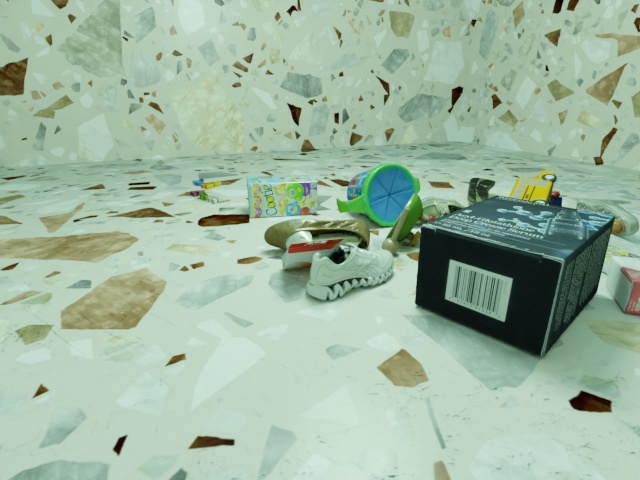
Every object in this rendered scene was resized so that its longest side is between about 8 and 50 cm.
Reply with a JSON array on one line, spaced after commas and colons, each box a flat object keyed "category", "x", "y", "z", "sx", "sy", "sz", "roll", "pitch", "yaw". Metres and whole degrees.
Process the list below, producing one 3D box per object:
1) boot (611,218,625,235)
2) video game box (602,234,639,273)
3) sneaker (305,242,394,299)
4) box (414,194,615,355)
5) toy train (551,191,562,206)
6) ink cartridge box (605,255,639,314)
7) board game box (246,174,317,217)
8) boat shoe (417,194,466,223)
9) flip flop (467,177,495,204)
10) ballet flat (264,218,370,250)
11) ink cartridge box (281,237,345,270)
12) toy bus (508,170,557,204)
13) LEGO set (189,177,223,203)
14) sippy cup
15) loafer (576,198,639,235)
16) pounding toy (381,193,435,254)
[{"category": "boot", "x": 0.904, "y": -0.032, "z": 1.364, "sx": 0.197, "sy": 0.073, "sz": 0.152, "roll": 3, "pitch": 16, "yaw": 44}, {"category": "video game box", "x": 0.873, "y": 0.037, "z": 1.211, "sx": 0.187, "sy": 0.048, "sz": 0.205, "roll": -1, "pitch": 20, "yaw": -9}, {"category": "sneaker", "x": 0.091, "y": 0.060, "z": 1.051, "sx": 0.292, "sy": 0.118, "sz": 0.110, "roll": -16, "pitch": 24, "yaw": -39}, {"category": "box", "x": 0.461, "y": 0.047, "z": 0.950, "sx": 0.395, "sy": 0.212, "sz": 0.293, "roll": -18, "pitch": 27, "yaw": -42}, {"category": "toy train", "x": 0.826, "y": -0.140, "z": 1.618, "sx": 0.248, "sy": 0.105, "sz": 0.143, "roll": -7, "pitch": 11, "yaw": -17}, {"category": "ink cartridge box", "x": 0.824, "y": 0.114, "z": 0.942, "sx": 0.218, "sy": 0.092, "sz": 0.158, "roll": 5, "pitch": 21, "yaw": 19}, {"category": "board game box", "x": -0.161, "y": -0.186, "z": 1.662, "sx": 0.275, "sy": 0.142, "sz": 0.144, "roll": -4, "pitch": 21, "yaw": -10}, {"category": "boat shoe", "x": 0.452, "y": -0.120, "z": 1.544, "sx": 0.302, "sy": 0.109, "sz": 0.094, "roll": -12, "pitch": 26, "yaw": -36}, {"category": "flip flop", "x": 0.737, "y": -0.218, "z": 1.858, "sx": 0.112, "sy": 0.080, "sz": 0.277, "roll": 14, "pitch": 39, "yaw": 21}, {"category": "ballet flat", "x": 0.000, "y": 0.000, "z": 1.254, "sx": 0.342, "sy": 0.116, "sz": 0.124, "roll": -1, "pitch": 40, "yaw": -14}, {"category": "ink cartridge box", "x": -0.020, "y": 0.040, "z": 1.082, "sx": 0.145, "sy": 0.045, "sz": 0.179, "roll": -6, "pitch": -11, "yaw": -15}, {"category": "toy bus", "x": 0.741, "y": -0.128, "z": 1.424, "sx": 0.130, "sy": 0.108, "sz": 0.333, "roll": 12, "pitch": 43, "yaw": 32}, {"category": "LEGO set", "x": -0.522, "y": -0.242, "z": 1.888, "sx": 0.093, "sy": 0.087, "sz": 0.227, "roll": -19, "pitch": 29, "yaw": -40}, {"category": "sippy cup", "x": 0.222, "y": -0.184, "z": 1.578, "sx": 0.305, "sy": 0.240, "sz": 0.224, "roll": 18, "pitch": 2, "yaw": -25}, {"category": "loafer", "x": 1.065, "y": -0.095, "z": 1.471, "sx": 0.111, "sy": 0.112, "sz": 0.319, "roll": -6, "pitch": 19, "yaw": 8}, {"category": "pounding toy", "x": 0.297, "y": -0.042, "z": 1.298, "sx": 0.110, "sy": 0.183, "sz": 0.237, "roll": 32, "pitch": 28, "yaw": 8}]
